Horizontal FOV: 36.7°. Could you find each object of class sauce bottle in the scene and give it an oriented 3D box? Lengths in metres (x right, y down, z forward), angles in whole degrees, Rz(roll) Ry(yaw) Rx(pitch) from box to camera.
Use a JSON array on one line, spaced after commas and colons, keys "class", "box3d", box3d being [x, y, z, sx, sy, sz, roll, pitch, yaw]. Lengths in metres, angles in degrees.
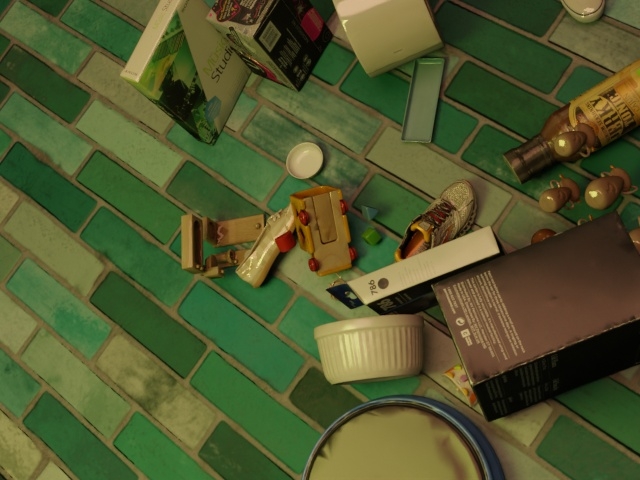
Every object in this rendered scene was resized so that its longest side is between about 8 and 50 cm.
[{"class": "sauce bottle", "box3d": [0.511, -0.223, 1.829, 0.344, 0.111, 0.111, -33, 63, 9]}]

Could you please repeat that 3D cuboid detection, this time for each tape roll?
[{"class": "tape roll", "box3d": [0.134, -0.479, 1.989, 0.169, 0.246, 0.246, -21, 66, 14]}]

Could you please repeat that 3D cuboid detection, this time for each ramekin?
[{"class": "ramekin", "box3d": [0.095, 0.206, 1.796, 0.207, 0.207, 0.109, -9, 78, 18]}]

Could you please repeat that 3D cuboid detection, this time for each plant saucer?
[{"class": "plant saucer", "box3d": [0.216, -0.292, 2.020, 0.067, 0.018, 0.192, 5, 73, 23]}]

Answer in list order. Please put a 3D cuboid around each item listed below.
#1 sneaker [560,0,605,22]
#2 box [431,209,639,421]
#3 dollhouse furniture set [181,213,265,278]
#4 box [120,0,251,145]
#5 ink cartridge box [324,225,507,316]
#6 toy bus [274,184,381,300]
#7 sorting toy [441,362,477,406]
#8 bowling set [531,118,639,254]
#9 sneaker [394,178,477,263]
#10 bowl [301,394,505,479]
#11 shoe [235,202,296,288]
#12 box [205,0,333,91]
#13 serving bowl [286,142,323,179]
[{"class": "sneaker", "box3d": [0.513, -0.564, 1.954, 0.094, 0.091, 0.258, -15, 67, 16]}, {"class": "box", "box3d": [0.377, 0.140, 1.606, 0.312, 0.343, 0.179, -21, 67, 5]}, {"class": "dollhouse furniture set", "box3d": [-0.199, 0.001, 2.008, 0.123, 0.151, 0.144, -9, 71, 18]}, {"class": "box", "box3d": [-0.273, -0.372, 2.070, 0.058, 0.322, 0.232, 21, 81, 30]}, {"class": "ink cartridge box", "box3d": [0.189, 0.080, 1.819, 0.333, 0.165, 0.065, -21, 67, 14]}, {"class": "toy bus", "box3d": [0.003, -0.013, 1.953, 0.202, 0.191, 0.104, -58, 24, -2]}, {"class": "sorting toy", "box3d": [0.280, 0.252, 1.799, 0.075, 0.045, 0.083, -35, 61, -15]}, {"class": "bowling set", "box3d": [0.477, -0.062, 1.768, 0.200, 0.154, 0.287, -34, 84, 39]}, {"class": "sneaker", "box3d": [0.225, -0.023, 1.880, 0.088, 0.093, 0.225, 32, 85, 27]}, {"class": "bowl", "box3d": [0.140, 0.470, 1.753, 0.391, 0.077, 0.391, -7, 69, 19]}, {"class": "shoe", "box3d": [-0.101, -0.007, 2.007, 0.058, 0.076, 0.219, 31, 87, -10]}, {"class": "box", "box3d": [-0.108, -0.458, 2.076, 0.142, 0.247, 0.163, 27, 84, 29]}, {"class": "serving bowl", "box3d": [-0.030, -0.167, 2.067, 0.083, 0.027, 0.083, -7, 70, 20]}]
